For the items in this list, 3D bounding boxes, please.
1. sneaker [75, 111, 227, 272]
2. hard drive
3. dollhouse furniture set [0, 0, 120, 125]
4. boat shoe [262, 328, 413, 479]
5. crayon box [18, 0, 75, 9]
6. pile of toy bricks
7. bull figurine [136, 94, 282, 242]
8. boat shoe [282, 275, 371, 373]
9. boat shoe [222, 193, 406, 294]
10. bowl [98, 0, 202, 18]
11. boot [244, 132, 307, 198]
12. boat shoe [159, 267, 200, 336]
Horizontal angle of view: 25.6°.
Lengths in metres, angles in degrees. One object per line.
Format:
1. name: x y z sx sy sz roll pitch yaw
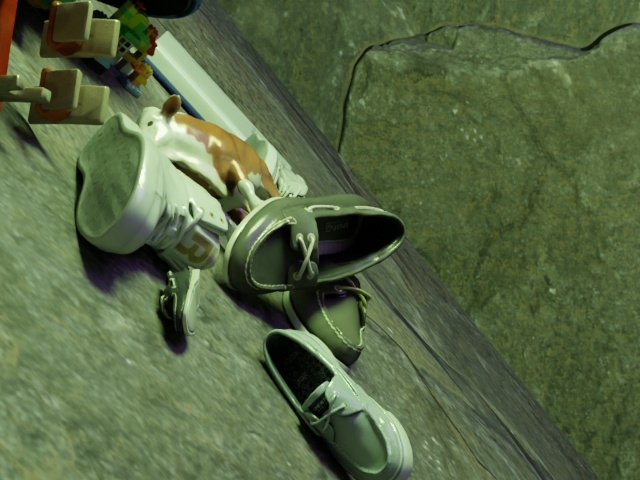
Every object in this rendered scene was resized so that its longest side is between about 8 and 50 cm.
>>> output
1. sneaker: -0.158 -0.026 1.440 0.169 0.108 0.292 42 10 -21
2. hard drive: -0.169 -0.210 2.354 0.319 0.040 0.210 47 9 -10
3. dollhouse furniture set: -0.318 -0.254 1.374 0.262 0.135 0.259 30 64 -64
4. boat shoe: 0.009 0.179 1.511 0.081 0.079 0.227 26 18 -52
5. crayon box: -0.422 -0.413 1.692 0.318 0.081 0.202 45 -9 -25
6. pile of toy bricks: -0.280 -0.291 1.956 0.212 0.105 0.118 37 15 -52
7. bull figurine: -0.128 -0.079 1.830 0.188 0.101 0.310 56 13 17
8. boat shoe: 0.012 0.074 1.875 0.109 0.091 0.305 45 10 -23
9. boat shoe: 0.000 0.000 1.764 0.095 0.112 0.335 11 15 27
10. bowl: -0.313 -0.422 1.885 0.391 0.077 0.391 23 -12 5
11. boot: -0.067 -0.086 2.145 0.123 0.095 0.258 39 10 -14
12. boat shoe: -0.140 0.060 1.388 0.125 0.038 0.046 -93 -177 -67
